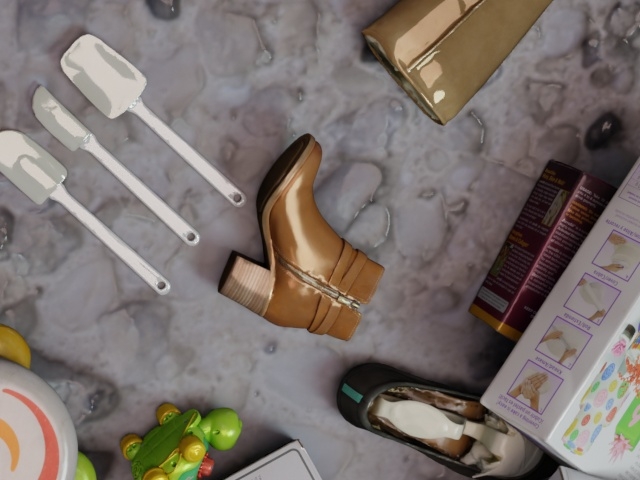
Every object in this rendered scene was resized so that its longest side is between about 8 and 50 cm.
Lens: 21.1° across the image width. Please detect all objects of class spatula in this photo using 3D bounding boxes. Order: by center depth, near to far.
[{"bbox_3d":[-0.199,-0.072,1.732,0.242,0.019,0.168,42,88,-15],"label":"spatula"}]

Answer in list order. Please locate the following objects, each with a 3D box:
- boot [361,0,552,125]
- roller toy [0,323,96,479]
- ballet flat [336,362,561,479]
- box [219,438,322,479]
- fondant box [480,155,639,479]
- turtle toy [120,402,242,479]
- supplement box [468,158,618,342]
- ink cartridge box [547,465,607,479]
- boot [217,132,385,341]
[{"bbox_3d":[0.148,-0.288,1.736,0.269,0.089,0.236,-43,104,-1],"label":"boot"},{"bbox_3d":[-0.342,0.203,1.682,0.191,0.146,0.209,-27,98,-16],"label":"roller toy"},{"bbox_3d":[0.150,0.205,1.811,0.281,0.096,0.095,15,95,-14],"label":"ballet flat"},{"bbox_3d":[-0.109,0.343,1.761,0.290,0.087,0.169,-29,85,-6],"label":"box"},{"bbox_3d":[0.329,0.084,1.752,0.330,0.096,0.238,-57,142,-5],"label":"fondant box"},{"bbox_3d":[-0.139,0.215,1.762,0.130,0.095,0.066,-40,125,-4],"label":"turtle toy"},{"bbox_3d":[0.244,0.020,1.797,0.081,0.104,0.188,28,93,-15],"label":"supplement box"},{"bbox_3d":[0.281,0.403,1.772,0.272,0.130,0.309,19,126,-24],"label":"ink cartridge box"},{"bbox_3d":[0.000,0.000,1.761,0.152,0.073,0.197,23,106,-13],"label":"boot"}]
